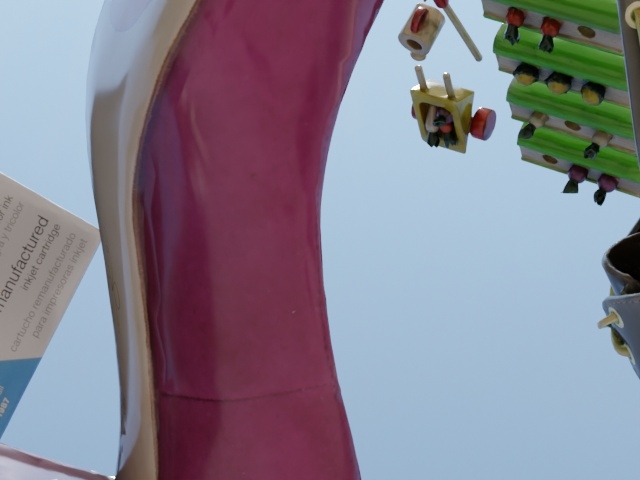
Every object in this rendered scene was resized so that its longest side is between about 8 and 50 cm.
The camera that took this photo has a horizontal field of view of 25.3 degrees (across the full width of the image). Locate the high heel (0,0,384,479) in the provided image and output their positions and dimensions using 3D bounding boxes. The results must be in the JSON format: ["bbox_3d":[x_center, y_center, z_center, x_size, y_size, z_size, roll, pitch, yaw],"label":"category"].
[{"bbox_3d":[0.000,0.000,0.485,0.181,0.127,0.377,19,-76,-20],"label":"high heel"}]

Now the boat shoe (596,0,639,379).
[{"bbox_3d":[0.176,0.006,0.662,0.091,0.305,0.109,4,-152,14],"label":"boat shoe"}]

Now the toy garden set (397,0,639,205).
[{"bbox_3d":[0.141,-0.114,1.086,0.204,0.244,0.049,20,-110,25],"label":"toy garden set"}]

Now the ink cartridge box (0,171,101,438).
[{"bbox_3d":[-0.330,0.017,0.956,0.270,0.197,0.198,31,-105,-24],"label":"ink cartridge box"}]
